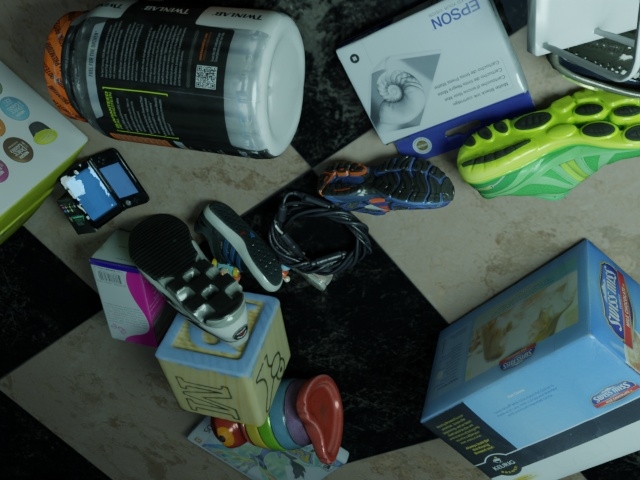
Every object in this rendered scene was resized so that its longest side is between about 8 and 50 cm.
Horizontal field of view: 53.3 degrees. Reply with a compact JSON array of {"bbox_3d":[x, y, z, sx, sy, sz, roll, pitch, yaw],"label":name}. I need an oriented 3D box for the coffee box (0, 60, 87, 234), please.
[{"bbox_3d":[-0.692,-0.122,1.117,0.334,0.337,0.338,44,128,-15],"label":"coffee box"}]

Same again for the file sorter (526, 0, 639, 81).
[{"bbox_3d":[0.369,-0.287,0.615,0.278,0.173,0.193,-17,124,-7],"label":"file sorter"}]

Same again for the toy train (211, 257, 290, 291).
[{"bbox_3d":[-0.144,0.064,1.244,0.166,0.046,0.125,-27,112,34],"label":"toy train"}]

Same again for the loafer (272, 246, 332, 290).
[{"bbox_3d":[-0.033,0.042,1.195,0.125,0.039,0.045,40,161,-2],"label":"loafer"}]

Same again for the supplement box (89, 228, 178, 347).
[{"bbox_3d":[-0.379,0.101,1.319,0.111,0.114,0.220,10,128,12],"label":"supplement box"}]

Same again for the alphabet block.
[{"bbox_3d":[-0.185,0.228,1.275,0.193,0.192,0.197,10,137,16],"label":"alphabet block"}]

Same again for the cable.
[{"bbox_3d":[0.000,0.000,1.123,0.184,0.047,0.150,21,117,-4],"label":"cable"}]

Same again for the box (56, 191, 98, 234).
[{"bbox_3d":[-0.464,-0.063,1.257,0.052,0.062,0.083,-6,123,26],"label":"box"}]

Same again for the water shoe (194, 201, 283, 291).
[{"bbox_3d":[-0.150,0.021,1.178,0.203,0.073,0.080,51,124,8],"label":"water shoe"}]

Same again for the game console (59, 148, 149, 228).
[{"bbox_3d":[-0.405,-0.096,1.204,0.107,0.071,0.122,-12,121,29],"label":"game console"}]

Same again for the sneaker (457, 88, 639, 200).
[{"bbox_3d":[0.344,-0.129,0.890,0.295,0.109,0.123,-11,149,23],"label":"sneaker"}]

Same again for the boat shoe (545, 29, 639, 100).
[{"bbox_3d":[0.429,-0.217,0.777,0.305,0.091,0.109,13,130,12],"label":"boat shoe"}]

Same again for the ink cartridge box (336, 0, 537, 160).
[{"bbox_3d":[0.167,-0.220,0.906,0.223,0.045,0.224,-18,118,31],"label":"ink cartridge box"}]

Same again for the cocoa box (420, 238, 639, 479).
[{"bbox_3d":[0.371,0.214,1.040,0.228,0.231,0.347,39,130,-10],"label":"cocoa box"}]

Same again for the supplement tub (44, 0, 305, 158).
[{"bbox_3d":[-0.207,-0.238,0.930,0.338,0.207,0.207,10,129,13],"label":"supplement tub"}]

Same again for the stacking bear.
[{"bbox_3d":[-0.111,0.387,1.392,0.289,0.164,0.175,-13,110,24],"label":"stacking bear"}]

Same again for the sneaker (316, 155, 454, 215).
[{"bbox_3d":[0.108,-0.081,1.018,0.221,0.083,0.087,7,158,28],"label":"sneaker"}]

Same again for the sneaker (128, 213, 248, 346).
[{"bbox_3d":[-0.245,0.081,1.183,0.330,0.122,0.146,43,158,35],"label":"sneaker"}]

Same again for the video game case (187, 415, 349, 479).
[{"bbox_3d":[-0.140,0.512,1.595,0.329,0.036,0.300,34,130,-7],"label":"video game case"}]
